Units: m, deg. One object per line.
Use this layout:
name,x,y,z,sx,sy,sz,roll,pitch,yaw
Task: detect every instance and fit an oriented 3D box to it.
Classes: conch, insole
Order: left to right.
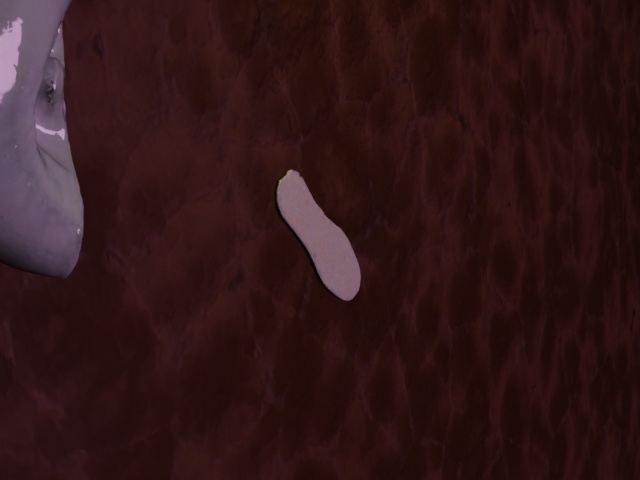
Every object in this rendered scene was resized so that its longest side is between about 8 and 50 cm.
conch,-0.194,-0.084,0.665,0.185,0.120,0.221,-51,140,-73
insole,0.000,0.000,1.121,0.197,0.004,0.065,53,47,-47
